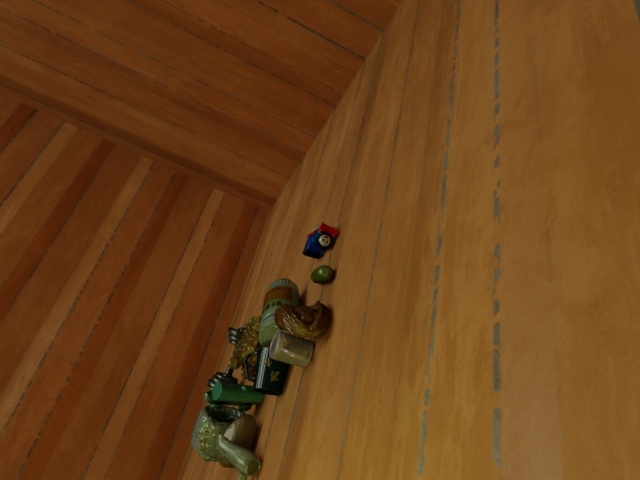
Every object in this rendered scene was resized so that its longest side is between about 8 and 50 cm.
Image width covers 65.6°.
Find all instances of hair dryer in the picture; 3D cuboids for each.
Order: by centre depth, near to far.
[{"bbox_3d":[-0.311,0.846,1.785,0.206,0.075,0.237,11,99,42],"label":"hair dryer"}]

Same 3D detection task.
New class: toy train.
[{"bbox_3d":[-0.350,0.639,2.052,0.159,0.248,0.101,-43,45,34],"label":"toy train"},{"bbox_3d":[0.000,0.000,2.092,0.131,0.082,0.204,-70,12,-16],"label":"toy train"}]

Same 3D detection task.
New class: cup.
[{"bbox_3d":[-0.094,0.370,1.707,0.136,0.133,0.099,132,154,-55],"label":"cup"},{"bbox_3d":[-0.206,0.493,1.877,0.131,0.176,0.155,95,-176,-63],"label":"cup"}]

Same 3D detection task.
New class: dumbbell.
[{"bbox_3d":[-0.453,0.629,2.584,0.406,0.179,0.179,-70,13,-13],"label":"dumbbell"}]

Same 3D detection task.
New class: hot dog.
[{"bbox_3d":[-0.061,0.266,1.714,0.259,0.175,0.114,167,103,-71],"label":"hot dog"}]

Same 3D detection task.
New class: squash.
[{"bbox_3d":[0.000,0.132,1.907,0.201,0.066,0.066,150,142,-74],"label":"squash"}]

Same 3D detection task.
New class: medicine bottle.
[{"bbox_3d":[-0.163,0.302,2.044,0.158,0.158,0.318,-60,14,26],"label":"medicine bottle"}]

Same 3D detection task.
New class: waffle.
[{"bbox_3d":[-0.298,0.486,2.286,0.324,0.151,0.261,-43,21,52],"label":"waffle"}]

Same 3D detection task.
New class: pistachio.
[{"bbox_3d":[-0.318,0.771,1.911,0.129,0.131,0.206,-27,38,57],"label":"pistachio"}]

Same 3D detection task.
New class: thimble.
[{"bbox_3d":[-0.419,0.791,2.045,0.250,0.205,0.172,20,-92,-64],"label":"thimble"}]
